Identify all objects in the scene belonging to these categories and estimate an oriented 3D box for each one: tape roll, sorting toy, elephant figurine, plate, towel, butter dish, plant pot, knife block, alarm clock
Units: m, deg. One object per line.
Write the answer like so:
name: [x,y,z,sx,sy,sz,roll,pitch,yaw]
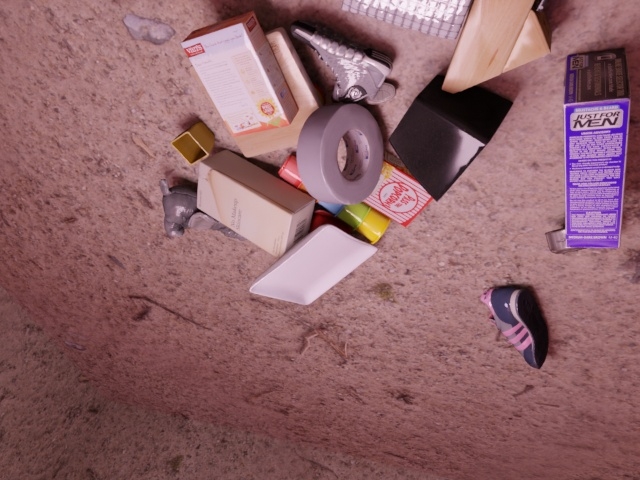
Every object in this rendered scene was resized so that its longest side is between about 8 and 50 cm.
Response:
tape roll: [0.048,-0.190,1.160,0.072,0.219,0.219,8,139,42]
sorting toy: [-0.122,-0.343,1.210,0.257,0.089,0.255,-8,130,31]
elephant figurine: [-0.335,-0.087,1.560,0.239,0.186,0.169,4,93,7]
plate: [-0.016,0.063,1.387,0.277,0.045,0.278,-40,149,17]
towel: [0.172,-0.509,0.879,0.235,0.121,0.284,21,141,7]
butter dish: [0.000,0.000,1.466,0.160,0.118,0.160,-19,149,41]
plant pot: [0.256,-0.229,1.093,0.167,0.188,0.187,36,139,4]
knife block: [0.302,-0.423,0.927,0.275,0.088,0.242,-16,124,37]
plant pot: [-0.330,-0.266,1.393,0.081,0.083,0.081,-19,123,38]
alarm clock: [0.575,-0.005,1.180,0.129,0.192,0.064,-17,82,40]

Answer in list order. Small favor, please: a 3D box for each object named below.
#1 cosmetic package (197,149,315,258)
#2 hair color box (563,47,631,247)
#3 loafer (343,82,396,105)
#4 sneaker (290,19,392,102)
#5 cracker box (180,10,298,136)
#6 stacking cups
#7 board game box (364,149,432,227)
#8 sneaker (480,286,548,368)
cosmetic package: [-0.177,-0.098,1.394,0.309,0.113,0.160,29,130,21]
hair color box: [0.529,-0.167,1.014,0.110,0.185,0.339,2,134,26]
loafer: [0.112,-0.323,1.167,0.125,0.039,0.045,-5,94,27]
sneaker: [0.026,-0.362,1.107,0.228,0.086,0.132,25,126,-1]
cracker box: [-0.165,-0.344,1.110,0.155,0.067,0.232,-4,132,28]
stacking cups: [0.032,-0.109,1.386,0.316,0.096,0.096,31,139,-5]
board game box: [0.178,-0.134,1.320,0.193,0.045,0.147,30,137,-6]
sneaker: [0.566,0.247,1.514,0.131,0.112,0.319,5,135,45]
